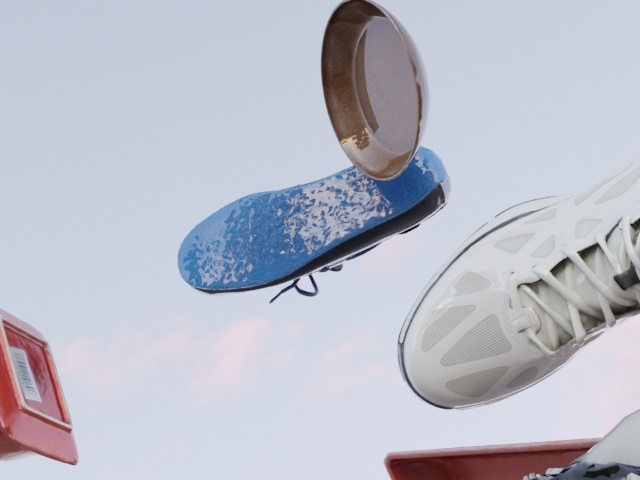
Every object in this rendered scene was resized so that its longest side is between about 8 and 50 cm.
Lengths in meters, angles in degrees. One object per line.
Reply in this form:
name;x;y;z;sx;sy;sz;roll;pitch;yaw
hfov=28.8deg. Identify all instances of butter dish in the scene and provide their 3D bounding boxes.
butter dish;-0.323;0.152;1.201;0.118;0.160;0.160;-25;-25;6

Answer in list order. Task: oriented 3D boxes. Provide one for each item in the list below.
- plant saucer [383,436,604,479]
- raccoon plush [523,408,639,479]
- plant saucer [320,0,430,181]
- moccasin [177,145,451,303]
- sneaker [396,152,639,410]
plant saucer;0.180;0.228;0.766;0.048;0.258;0.259;-30;6;-35
raccoon plush;0.102;0.275;0.465;0.216;0.446;0.299;-1;-4;5
plant saucer;0.063;-0.163;1.326;0.036;0.198;0.198;-14;-41;-26
moccasin;0.000;0.000;1.487;0.342;0.137;0.117;-16;-23;16
sneaker;0.261;0.017;1.171;0.447;0.257;0.169;-35;-92;4
